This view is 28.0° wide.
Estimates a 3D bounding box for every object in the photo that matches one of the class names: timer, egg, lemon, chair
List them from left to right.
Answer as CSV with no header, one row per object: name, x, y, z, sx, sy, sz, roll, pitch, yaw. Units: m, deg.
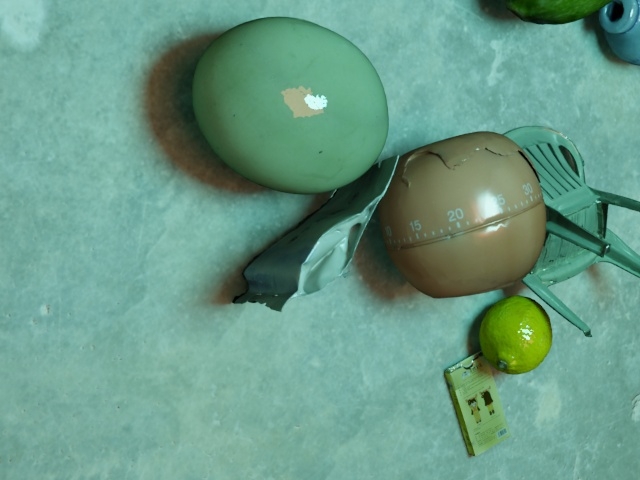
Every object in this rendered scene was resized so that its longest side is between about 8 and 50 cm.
egg,-0.037,-0.170,1.625,0.269,0.219,0.219,27,82,-39
timer,0.195,-0.036,1.761,0.229,0.229,0.215,-14,94,-28
lemon,0.289,0.141,1.894,0.109,0.109,0.133,58,40,-21
chair,0.371,-0.028,1.887,0.203,0.274,0.191,-24,130,-27

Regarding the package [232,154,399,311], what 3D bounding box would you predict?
package,0.000,0.000,1.670,0.062,0.204,0.251,45,75,-15

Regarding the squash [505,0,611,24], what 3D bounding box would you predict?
squash,0.375,-0.449,1.788,0.310,0.310,0.309,18,88,-29

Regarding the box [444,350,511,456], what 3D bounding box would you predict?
box,0.236,0.244,1.929,0.073,0.020,0.149,-24,106,-24

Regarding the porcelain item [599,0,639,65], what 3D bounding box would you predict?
porcelain item,0.537,-0.333,1.985,0.259,0.141,0.141,6,92,-39
